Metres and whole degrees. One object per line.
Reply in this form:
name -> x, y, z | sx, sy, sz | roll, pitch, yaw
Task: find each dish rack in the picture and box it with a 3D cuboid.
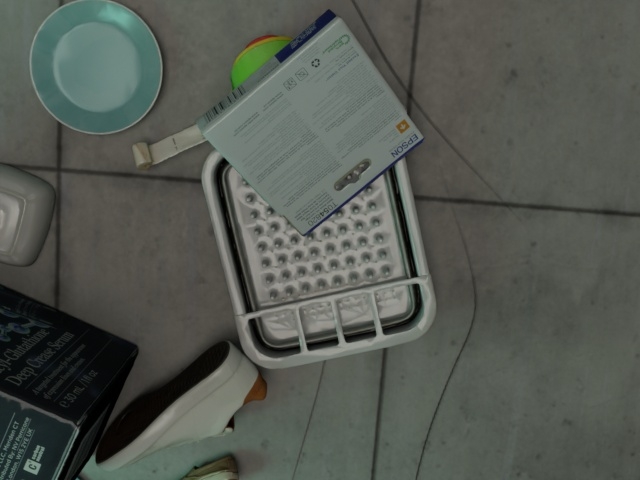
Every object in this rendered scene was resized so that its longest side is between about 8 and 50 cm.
dish rack -> 0.000, 0.000, 1.095 | 0.286, 0.072, 0.332 | -12, 100, 3

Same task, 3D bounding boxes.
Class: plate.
plate -> -0.314, -0.244, 1.077 | 0.188, 0.024, 0.188 | 0, 100, 1

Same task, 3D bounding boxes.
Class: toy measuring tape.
toy measuring tape -> -0.119, -0.193, 1.032 | 0.330, 0.121, 0.121 | -22, 99, 3

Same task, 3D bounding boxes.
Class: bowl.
bowl -> -0.468, -0.037, 1.102 | 0.142, 0.053, 0.142 | 19, 98, -4

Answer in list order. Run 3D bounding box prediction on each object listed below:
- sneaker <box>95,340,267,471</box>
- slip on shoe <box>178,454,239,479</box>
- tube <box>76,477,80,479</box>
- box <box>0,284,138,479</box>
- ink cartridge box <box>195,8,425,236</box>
sneaker -> -0.203, 0.274, 1.130 | 0.290, 0.106, 0.123 | -35, 118, 16
slip on shoe -> -0.192, 0.371, 1.181 | 0.135, 0.051, 0.041 | -23, 60, 12
tube -> -0.430, 0.463, 1.196 | 0.080, 0.052, 0.207 | 41, 93, -11
box -> -0.493, 0.194, 1.022 | 0.395, 0.293, 0.212 | 25, 99, -4
ink cartridge box -> -0.007, -0.144, 0.993 | 0.223, 0.045, 0.224 | -38, 128, 5
